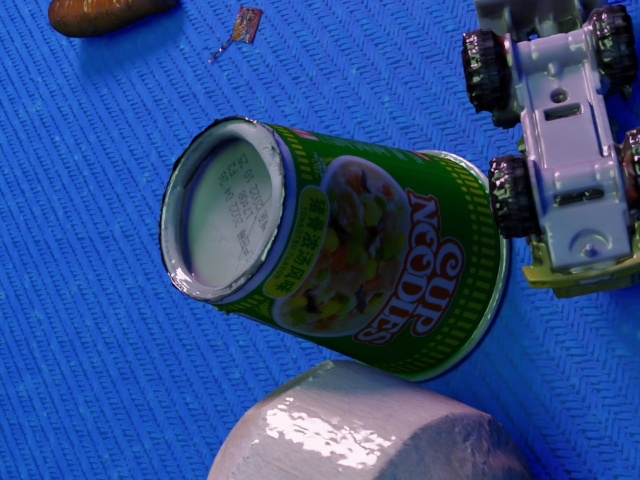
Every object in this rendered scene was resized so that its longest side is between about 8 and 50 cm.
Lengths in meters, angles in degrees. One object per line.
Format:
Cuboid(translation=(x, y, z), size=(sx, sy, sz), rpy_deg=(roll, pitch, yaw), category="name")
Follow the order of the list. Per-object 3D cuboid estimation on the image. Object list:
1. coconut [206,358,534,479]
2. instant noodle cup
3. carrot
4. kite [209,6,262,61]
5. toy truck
Cuboid(translation=(0.025, 0.215, 1.071), size=(0.266, 0.237, 0.237), rpy_deg=(21, 94, 46), category="coconut")
Cuboid(translation=(0.000, 0.000, 1.152), size=(0.207, 0.233, 0.207), rpy_deg=(-14, 69, 43), category="instant noodle cup")
Cuboid(translation=(-0.228, -0.256, 1.570), size=(0.186, 0.060, 0.060), rpy_deg=(-3, 77, 41), category="carrot")
Cuboid(translation=(-0.083, -0.205, 1.452), size=(0.044, 0.002, 0.078), rpy_deg=(45, 110, 41), category="kite")
Cuboid(translation=(0.182, -0.092, 1.083), size=(0.136, 0.111, 0.285), rpy_deg=(-10, 59, 10), category="toy truck")
